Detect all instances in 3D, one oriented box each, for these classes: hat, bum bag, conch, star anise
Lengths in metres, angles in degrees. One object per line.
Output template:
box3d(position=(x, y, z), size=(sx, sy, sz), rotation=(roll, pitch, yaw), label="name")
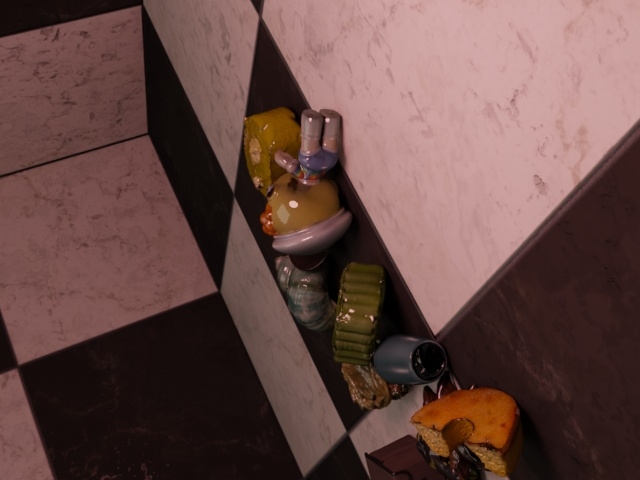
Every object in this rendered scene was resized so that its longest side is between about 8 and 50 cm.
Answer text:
box3d(position=(0.000, 0.000, 2.137), size=(0.193, 0.082, 0.193), rotation=(-22, 59, 41), label="hat")
box3d(position=(0.306, 0.533, 1.852), size=(0.232, 0.060, 0.107), rotation=(38, 135, 53), label="bum bag")
box3d(position=(-0.031, 0.139, 2.238), size=(0.277, 0.195, 0.220), rotation=(39, -177, 11), label="conch")
box3d(position=(0.285, 0.420, 1.710), size=(0.272, 0.102, 0.272), rotation=(171, 90, -67), label="star anise")

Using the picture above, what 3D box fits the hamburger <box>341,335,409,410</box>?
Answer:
box3d(position=(0.151, 0.343, 2.023), size=(0.183, 0.130, 0.206), rotation=(59, 144, 9), label="hamburger")

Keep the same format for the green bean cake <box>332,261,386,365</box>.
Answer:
box3d(position=(0.093, 0.180, 1.879), size=(0.214, 0.113, 0.200), rotation=(-78, -5, -46), label="green bean cake")

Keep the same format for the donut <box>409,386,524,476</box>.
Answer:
box3d(position=(0.321, 0.370, 1.538), size=(0.259, 0.152, 0.101), rotation=(1, 124, 59), label="donut")

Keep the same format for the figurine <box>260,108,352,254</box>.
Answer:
box3d(position=(-0.034, -0.126, 1.877), size=(0.205, 0.224, 0.382), rotation=(45, 149, 44), label="figurine")

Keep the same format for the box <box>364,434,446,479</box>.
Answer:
box3d(position=(0.241, 0.668, 2.025), size=(0.188, 0.153, 0.252), rotation=(4, 113, 67), label="box")

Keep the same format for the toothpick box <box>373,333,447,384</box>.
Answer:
box3d(position=(0.210, 0.276, 1.775), size=(0.184, 0.120, 0.120), rotation=(-20, 90, 68), label="toothpick box")

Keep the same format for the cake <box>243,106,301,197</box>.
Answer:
box3d(position=(-0.127, -0.249, 2.126), size=(0.179, 0.156, 0.260), rotation=(49, 151, 33), label="cake")
